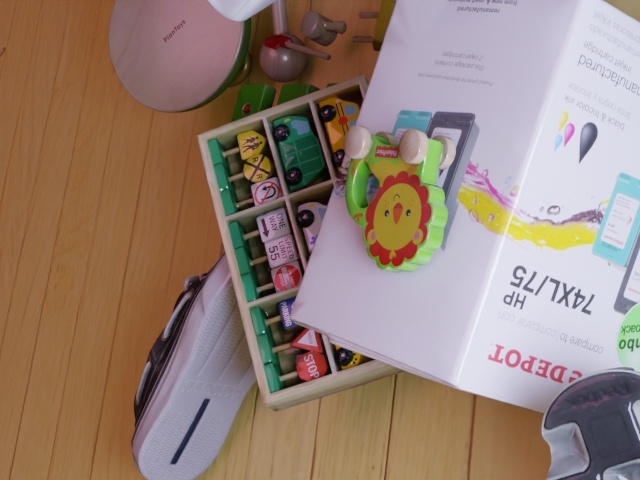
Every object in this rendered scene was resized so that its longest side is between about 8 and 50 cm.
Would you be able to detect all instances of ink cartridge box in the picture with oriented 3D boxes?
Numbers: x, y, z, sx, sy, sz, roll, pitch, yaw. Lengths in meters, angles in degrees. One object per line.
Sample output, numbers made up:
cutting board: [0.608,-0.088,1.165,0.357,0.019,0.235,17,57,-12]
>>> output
ink cartridge box: [0.143,-0.022,0.962,0.197,0.198,0.270,17,88,53]

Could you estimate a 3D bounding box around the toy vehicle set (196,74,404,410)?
toy vehicle set: [0.000,0.000,1.159,0.166,0.035,0.266,-20,67,10]

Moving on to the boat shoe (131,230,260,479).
boat shoe: [-0.105,0.085,1.296,0.335,0.121,0.119,-55,38,19]

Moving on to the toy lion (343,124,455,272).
toy lion: [0.050,-0.027,0.893,0.100,0.034,0.096,11,91,54]

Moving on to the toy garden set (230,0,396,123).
toy garden set: [0.013,-0.142,1.301,0.244,0.049,0.203,7,80,48]

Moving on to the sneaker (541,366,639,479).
sneaker: [0.235,0.235,0.808,0.123,0.146,0.330,-15,82,20]

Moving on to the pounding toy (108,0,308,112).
pounding toy: [-0.113,-0.235,1.478,0.237,0.110,0.182,-11,83,28]

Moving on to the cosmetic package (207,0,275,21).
cosmetic package: [0.021,-0.444,1.040,0.394,0.329,0.327,-39,0,-43]
